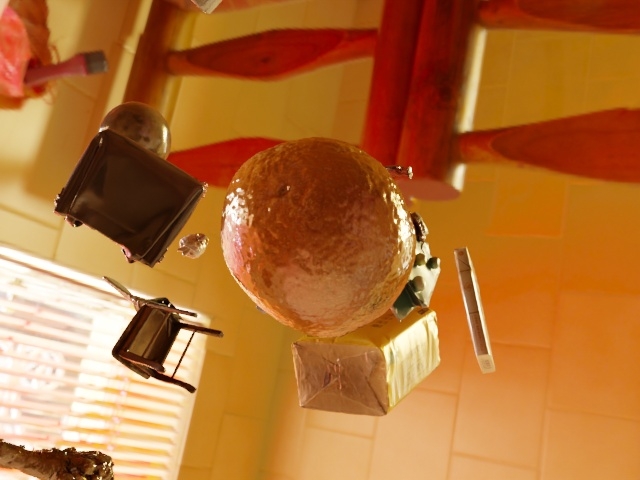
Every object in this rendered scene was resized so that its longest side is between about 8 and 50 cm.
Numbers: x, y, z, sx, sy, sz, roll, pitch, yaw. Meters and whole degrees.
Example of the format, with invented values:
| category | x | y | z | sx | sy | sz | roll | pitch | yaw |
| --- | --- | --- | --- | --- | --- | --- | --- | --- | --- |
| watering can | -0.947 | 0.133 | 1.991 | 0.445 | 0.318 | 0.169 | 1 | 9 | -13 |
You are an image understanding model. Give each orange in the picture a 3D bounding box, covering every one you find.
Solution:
| category | x | y | z | sx | sy | sz | roll | pitch | yaw |
| --- | --- | --- | --- | --- | --- | --- | --- | --- | --- |
| orange | 0.000 | 0.000 | 1.214 | 0.322 | 0.321 | 0.357 | 6 | 152 | 20 |

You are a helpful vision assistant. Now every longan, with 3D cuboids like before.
| category | x | y | z | sx | sy | sz | roll | pitch | yaw |
| --- | --- | --- | --- | --- | --- | --- | --- | --- | --- |
| longan | -0.545 | -0.311 | 2.133 | 0.220 | 0.196 | 0.197 | 26 | 160 | -37 |

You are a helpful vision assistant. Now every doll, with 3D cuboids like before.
| category | x | y | z | sx | sy | sz | roll | pitch | yaw |
| --- | --- | --- | --- | --- | --- | --- | --- | --- | --- |
| doll | -0.370 | 0.011 | 2.111 | 0.084 | 0.073 | 0.127 | -36 | -176 | 23 |

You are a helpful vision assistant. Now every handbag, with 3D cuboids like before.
| category | x | y | z | sx | sy | sz | roll | pitch | yaw |
| --- | --- | --- | --- | --- | --- | --- | --- | --- | --- |
| handbag | -0.451 | -0.098 | 1.691 | 0.285 | 0.256 | 0.113 | 33 | 163 | -12 |
| handbag | 0.171 | 0.006 | 1.588 | 0.100 | 0.268 | 0.274 | -30 | -173 | 27 |

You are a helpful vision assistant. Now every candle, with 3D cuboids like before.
| category | x | y | z | sx | sy | sz | roll | pitch | yaw |
| --- | --- | --- | --- | --- | --- | --- | --- | --- | --- |
| candle | 0.095 | -0.128 | 1.344 | 0.168 | 0.021 | 0.026 | 2 | 139 | 37 |

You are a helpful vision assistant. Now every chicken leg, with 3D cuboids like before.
| category | x | y | z | sx | sy | sz | roll | pitch | yaw |
| --- | --- | --- | --- | --- | --- | --- | --- | --- | --- |
| chicken leg | -0.402 | 0.345 | 1.077 | 0.125 | 0.080 | 0.196 | 15 | 170 | 38 |

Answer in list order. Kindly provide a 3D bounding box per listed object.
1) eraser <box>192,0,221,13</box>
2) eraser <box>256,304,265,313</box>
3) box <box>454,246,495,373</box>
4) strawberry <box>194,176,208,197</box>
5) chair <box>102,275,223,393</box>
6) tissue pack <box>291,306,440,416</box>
| category | x | y | z | sx | sy | sz | roll | pitch | yaw |
| --- | --- | --- | --- | --- | --- | --- | --- | --- | --- |
| eraser | -0.250 | -0.680 | 1.701 | 0.174 | 0.227 | 0.081 | 45 | -164 | -8 |
| eraser | -0.096 | 0.125 | 2.268 | 0.042 | 0.144 | 0.312 | 48 | -158 | -3 |
| box | 0.299 | 0.135 | 1.389 | 0.032 | 0.220 | 0.122 | -14 | 151 | 14 |
| strawberry | -0.446 | -0.150 | 2.355 | 0.193 | 0.085 | 0.140 | 1 | 165 | 18 |
| chair | -0.410 | 0.217 | 1.688 | 0.319 | 0.186 | 0.160 | 13 | 157 | 31 |
| tissue pack | 0.138 | 0.329 | 2.058 | 0.294 | 0.228 | 0.382 | -1 | -168 | 31 |
